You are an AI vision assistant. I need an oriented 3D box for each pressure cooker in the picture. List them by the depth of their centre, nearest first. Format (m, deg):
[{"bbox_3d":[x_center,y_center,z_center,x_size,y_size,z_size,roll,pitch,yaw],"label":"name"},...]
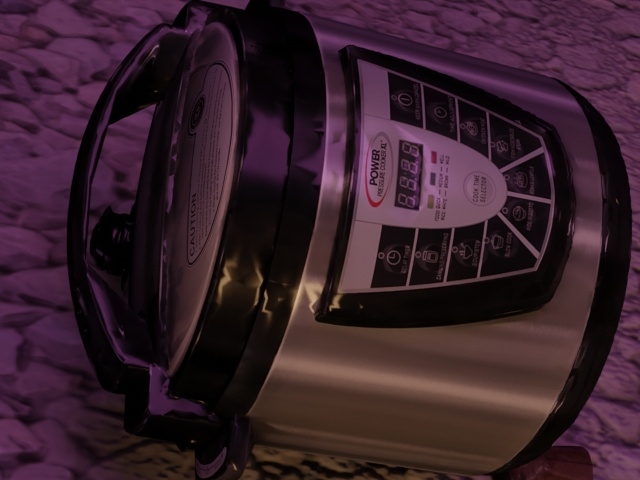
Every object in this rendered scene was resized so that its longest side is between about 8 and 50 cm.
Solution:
[{"bbox_3d":[-0.002,0.004,1.166,0.420,0.375,0.370,12,24,-19],"label":"pressure cooker"}]

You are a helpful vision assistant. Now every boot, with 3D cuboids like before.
[{"bbox_3d":[0.215,0.231,1.304,0.114,0.037,0.106,15,45,-23],"label":"boot"}]
